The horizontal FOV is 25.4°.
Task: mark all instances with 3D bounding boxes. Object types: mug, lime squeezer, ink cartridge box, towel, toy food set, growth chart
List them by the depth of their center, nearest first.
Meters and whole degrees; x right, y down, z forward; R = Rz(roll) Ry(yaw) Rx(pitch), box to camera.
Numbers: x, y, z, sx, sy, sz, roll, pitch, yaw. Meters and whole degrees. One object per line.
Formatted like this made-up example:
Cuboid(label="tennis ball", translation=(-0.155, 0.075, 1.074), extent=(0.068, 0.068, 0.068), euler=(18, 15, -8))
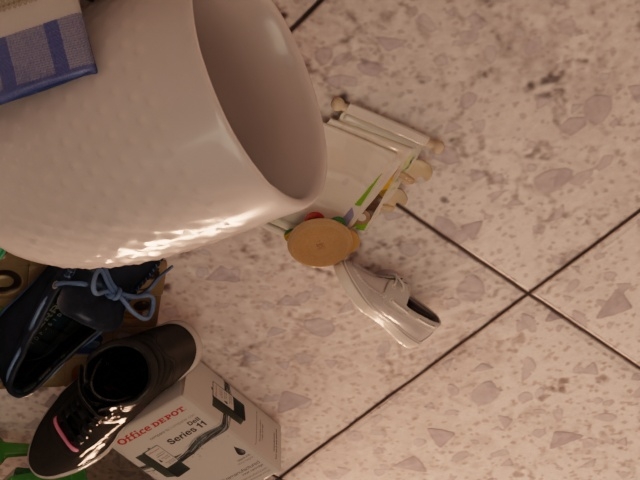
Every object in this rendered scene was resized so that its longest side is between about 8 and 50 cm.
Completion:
Cuboid(label="towel", translation=(-0.338, -0.263, 1.370), extent=(0.209, 0.285, 0.034), euler=(-18, 173, 13))
Cuboid(label="mug", translation=(-0.219, -0.155, 1.469), extent=(0.328, 0.276, 0.374), euler=(-20, 102, 21))
Cuboid(label="growth chart", translation=(0.020, -0.069, 1.693), extent=(0.172, 0.021, 0.237), euler=(28, 126, -25))
Cuboid(label="toy food set", translation=(0.000, 0.000, 1.728), extent=(0.083, 0.020, 0.082), euler=(-29, 128, 22))
Cuboid(label="ink cartridge box", translation=(-0.175, 0.263, 1.948), extent=(0.153, 0.086, 0.208), euler=(-31, 125, 23))
Cuboid(label="lime squeezer", translation=(-0.491, 0.317, 2.023), extent=(0.310, 0.058, 0.110), euler=(-22, 160, 16))

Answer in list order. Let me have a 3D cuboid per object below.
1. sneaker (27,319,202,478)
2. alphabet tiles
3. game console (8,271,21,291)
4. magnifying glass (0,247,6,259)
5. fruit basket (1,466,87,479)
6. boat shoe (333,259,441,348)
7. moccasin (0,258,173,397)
Cuboid(label="sneaker", translation=(-0.292, 0.207, 1.806), extent=(0.296, 0.147, 0.104), euler=(-40, 78, 15))
Cuboid(label="alphabet tiles", translation=(-0.372, 0.090, 1.792), extent=(0.343, 0.011, 0.285), euler=(-1, 133, -16))
Cuboid(label="game console", translation=(-0.529, -0.069, 1.663), extent=(0.342, 0.060, 0.386), euler=(-4, 134, -6))
Cuboid(label="magnifying glass", translation=(-0.443, -0.051, 1.625), extent=(0.092, 0.026, 0.231), euler=(-31, 125, 6))
Cuboid(label="fruit basket", translation=(-0.337, 0.431, 2.073), extent=(0.353, 0.165, 0.327), euler=(6, 144, -40))
Cuboid(label="boat shoe", translation=(0.088, 0.073, 1.800), extent=(0.063, 0.066, 0.184), euler=(-37, 124, 15))
Cuboid(label="moccasin", translation=(-0.268, 0.069, 1.710), extent=(0.138, 0.116, 0.342), euler=(22, 124, -33))
